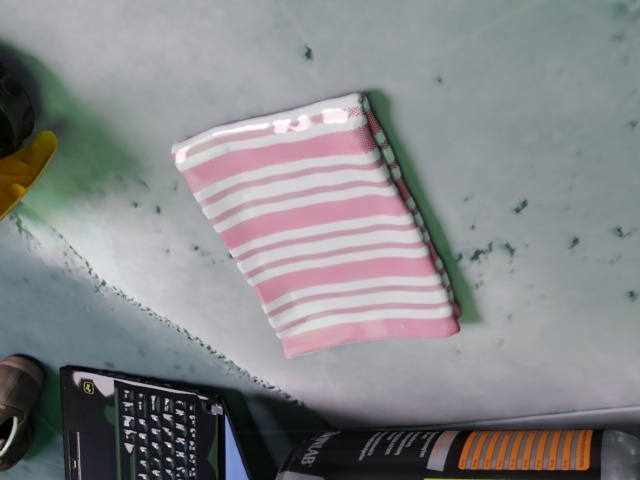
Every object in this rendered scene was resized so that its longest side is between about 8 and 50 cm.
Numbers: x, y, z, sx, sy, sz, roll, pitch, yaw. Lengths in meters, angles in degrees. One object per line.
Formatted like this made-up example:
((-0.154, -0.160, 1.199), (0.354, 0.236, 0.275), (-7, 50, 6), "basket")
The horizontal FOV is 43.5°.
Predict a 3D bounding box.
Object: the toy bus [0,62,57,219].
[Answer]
((-0.323, -0.065, 0.550), (0.220, 0.149, 0.211), (43, 144, -14), "toy bus")

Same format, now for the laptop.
((-0.142, 0.253, 0.668), (0.264, 0.136, 0.234), (7, 104, 20), "laptop")

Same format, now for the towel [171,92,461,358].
((0.000, 0.000, 0.550), (0.144, 0.029, 0.197), (-12, 123, 26), "towel")

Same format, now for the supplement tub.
((0.132, 0.237, 0.588), (0.316, 0.193, 0.193), (-6, 125, 24), "supplement tub")

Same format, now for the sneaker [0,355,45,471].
((-0.321, 0.186, 0.782), (0.066, 0.071, 0.188), (26, 131, -3), "sneaker")
